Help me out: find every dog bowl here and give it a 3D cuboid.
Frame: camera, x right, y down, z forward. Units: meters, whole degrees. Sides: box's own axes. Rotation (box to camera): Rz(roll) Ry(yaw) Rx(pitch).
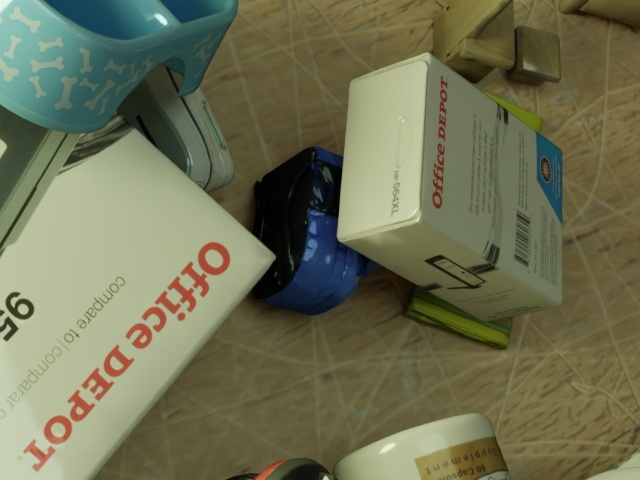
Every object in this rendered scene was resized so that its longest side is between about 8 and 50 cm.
[{"bbox_3d":[-0.162,-0.176,1.251,0.166,0.074,0.297,47,27,5],"label":"dog bowl"}]

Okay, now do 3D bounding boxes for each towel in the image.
[{"bbox_3d":[0.137,-0.025,1.521,0.102,0.021,0.237,24,61,-21],"label":"towel"}]

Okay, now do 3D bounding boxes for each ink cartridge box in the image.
[{"bbox_3d":[-0.274,0.000,1.229,0.395,0.166,0.285,42,57,-4],"label":"ink cartridge box"},{"bbox_3d":[0.110,-0.039,1.404,0.203,0.086,0.148,29,56,-43],"label":"ink cartridge box"}]

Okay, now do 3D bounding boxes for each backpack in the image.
[{"bbox_3d":[0.000,0.000,1.399,0.101,0.098,0.120,19,62,-21],"label":"backpack"}]

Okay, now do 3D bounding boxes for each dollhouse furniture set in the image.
[{"bbox_3d":[0.299,-0.279,1.607,0.355,0.174,0.303,11,66,-20],"label":"dollhouse furniture set"}]

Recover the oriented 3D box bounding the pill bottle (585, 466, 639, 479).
[{"bbox_3d":[0.249,0.307,1.320,0.130,0.130,0.245,-20,119,-30],"label":"pill bottle"}]

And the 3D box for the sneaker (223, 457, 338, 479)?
[{"bbox_3d":[-0.020,0.288,1.277,0.097,0.135,0.276,-30,107,-43],"label":"sneaker"}]

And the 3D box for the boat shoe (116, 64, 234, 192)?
[{"bbox_3d":[-0.145,-0.130,1.407,0.076,0.083,0.226,-6,69,-57],"label":"boat shoe"}]

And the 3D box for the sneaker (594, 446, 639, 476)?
[{"bbox_3d":[0.315,0.212,1.445,0.321,0.126,0.127,-26,79,-31],"label":"sneaker"}]

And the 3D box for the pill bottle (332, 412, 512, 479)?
[{"bbox_3d":[0.105,0.259,1.324,0.131,0.131,0.229,-12,76,-28],"label":"pill bottle"}]
